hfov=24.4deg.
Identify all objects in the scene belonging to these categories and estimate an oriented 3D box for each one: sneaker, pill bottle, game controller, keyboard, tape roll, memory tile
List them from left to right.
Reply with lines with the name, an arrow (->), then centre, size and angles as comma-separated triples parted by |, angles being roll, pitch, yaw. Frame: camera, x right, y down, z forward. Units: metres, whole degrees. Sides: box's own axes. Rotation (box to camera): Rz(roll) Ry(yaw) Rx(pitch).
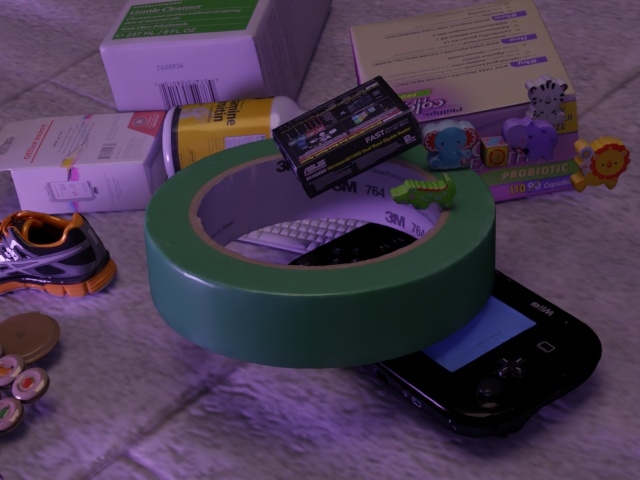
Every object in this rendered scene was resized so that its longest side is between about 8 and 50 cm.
memory tile -> -0.331, 0.145, 1.402 | 0.148, 0.012, 0.113 | 21, 62, 39
sneaker -> -0.320, 0.007, 1.561 | 0.215, 0.083, 0.084 | -1, 37, 16
pill bottle -> -0.074, -0.105, 1.632 | 0.184, 0.103, 0.103 | -4, 35, 10
tape roll -> 0.000, 0.000, 1.365 | 0.321, 0.077, 0.321 | -1, 29, 1
keyboard -> 0.013, -0.006, 1.545 | 0.256, 0.014, 0.072 | 11, 40, 30
game controller -> 0.103, 0.070, 1.357 | 0.166, 0.067, 0.319 | -34, 41, -21

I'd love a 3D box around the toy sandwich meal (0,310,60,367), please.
toy sandwich meal -> -0.294, 0.103, 1.466 | 0.086, 0.029, 0.085 | -7, 38, 6

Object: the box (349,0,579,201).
box -> 0.154, -0.149, 1.618 | 0.214, 0.117, 0.243 | -10, 34, 1

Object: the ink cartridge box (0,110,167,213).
ink cartridge box -> -0.278, -0.088, 1.698 | 0.198, 0.067, 0.115 | -2, 35, 11

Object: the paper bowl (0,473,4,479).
paper bowl -> -0.373, 0.265, 1.116 | 0.284, 0.148, 0.284 | 4, 27, -2

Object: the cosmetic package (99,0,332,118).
cosmetic package -> -0.118, -0.270, 1.837 | 0.197, 0.155, 0.365 | -3, 37, 14

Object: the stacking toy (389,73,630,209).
stacking toy -> 0.158, -0.095, 1.396 | 0.221, 0.052, 0.167 | -7, 29, -8

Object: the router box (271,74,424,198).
router box -> 0.024, -0.098, 1.382 | 0.122, 0.038, 0.092 | -27, 31, -2
